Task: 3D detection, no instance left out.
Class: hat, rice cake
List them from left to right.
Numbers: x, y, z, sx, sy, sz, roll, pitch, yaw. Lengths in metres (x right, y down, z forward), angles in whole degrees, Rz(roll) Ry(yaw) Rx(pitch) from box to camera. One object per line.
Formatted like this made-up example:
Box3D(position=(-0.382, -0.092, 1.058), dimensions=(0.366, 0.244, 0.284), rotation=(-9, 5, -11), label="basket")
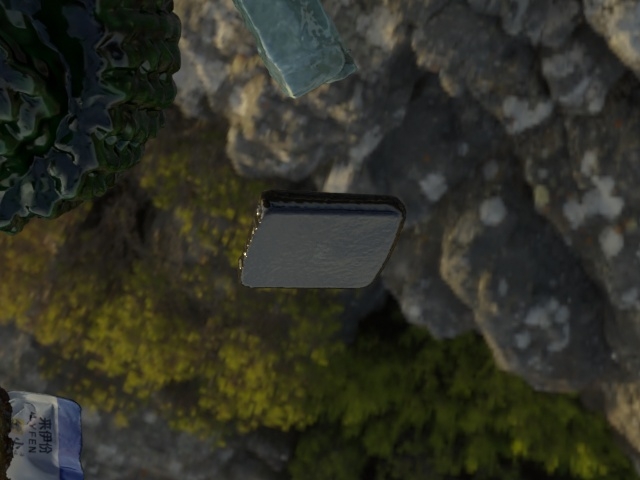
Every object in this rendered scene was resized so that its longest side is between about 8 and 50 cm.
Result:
Box3D(position=(-0.243, -0.121, 0.787), dimensions=(0.274, 0.332, 0.242), rotation=(23, 103, 4), label="hat")
Box3D(position=(-0.054, -0.190, 0.695), dimensions=(0.045, 0.042, 0.245), rotation=(-28, 98, -2), label="rice cake")

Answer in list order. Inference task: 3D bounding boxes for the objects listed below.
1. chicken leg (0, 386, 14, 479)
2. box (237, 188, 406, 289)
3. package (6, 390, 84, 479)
Box3D(position=(-0.205, 0.130, 0.745), dimensions=(0.037, 0.145, 0.062), rotation=(-9, 150, 18), label="chicken leg")
Box3D(position=(0.000, 0.000, 1.066), dimensions=(0.125, 0.027, 0.126), rotation=(1, 147, -14), label="box")
Box3D(position=(-0.297, 0.207, 1.221), dimensions=(0.173, 0.027, 0.171), rotation=(9, 111, 19), label="package")
